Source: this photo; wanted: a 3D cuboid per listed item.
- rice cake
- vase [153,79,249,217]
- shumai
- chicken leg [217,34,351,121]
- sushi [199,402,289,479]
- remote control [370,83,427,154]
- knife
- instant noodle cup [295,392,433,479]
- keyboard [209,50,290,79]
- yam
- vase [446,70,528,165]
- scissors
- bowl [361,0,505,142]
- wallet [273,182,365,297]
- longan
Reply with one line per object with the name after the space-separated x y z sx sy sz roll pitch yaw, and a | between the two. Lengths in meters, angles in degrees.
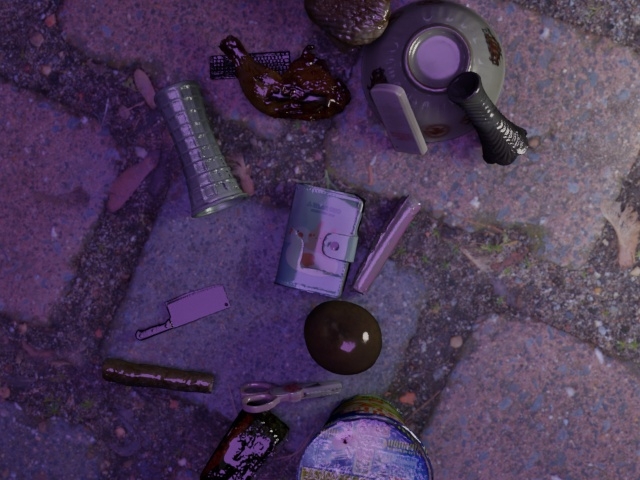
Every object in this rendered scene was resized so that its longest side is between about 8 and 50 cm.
0.150 0.013 1.790 0.055 0.049 0.269 32 93 -12 | rice cake
-0.284 -0.216 1.770 0.143 0.143 0.298 -21 89 4 | vase
0.073 -0.516 1.724 0.210 0.153 0.161 19 89 22 | shumai
-0.086 -0.373 1.766 0.323 0.083 0.177 7 93 0 | chicken leg
-0.177 0.499 1.792 0.126 0.136 0.225 34 87 -1 | sushi
0.176 -0.273 1.715 0.029 0.088 0.190 -52 133 -24 | remote control
-0.343 0.174 1.848 0.245 0.019 0.072 -22 87 2 | knife
0.098 0.475 1.681 0.285 0.312 0.283 0 94 4 | instant noodle cup
-0.168 -0.416 1.810 0.196 0.018 0.060 -3 89 3 | keyboard
-0.391 0.329 1.837 0.274 0.061 0.061 7 93 3 | yam
0.363 -0.270 1.668 0.116 0.237 0.115 -19 53 27 | vase
-0.070 0.361 1.807 0.242 0.118 0.030 -6 109 -10 | scissors
0.257 -0.395 1.714 0.338 0.157 0.336 0 92 5 | bowl
0.000 0.000 1.790 0.176 0.075 0.250 13 93 9 | wallet
0.051 0.222 1.752 0.187 0.167 0.167 40 94 -2 | longan
